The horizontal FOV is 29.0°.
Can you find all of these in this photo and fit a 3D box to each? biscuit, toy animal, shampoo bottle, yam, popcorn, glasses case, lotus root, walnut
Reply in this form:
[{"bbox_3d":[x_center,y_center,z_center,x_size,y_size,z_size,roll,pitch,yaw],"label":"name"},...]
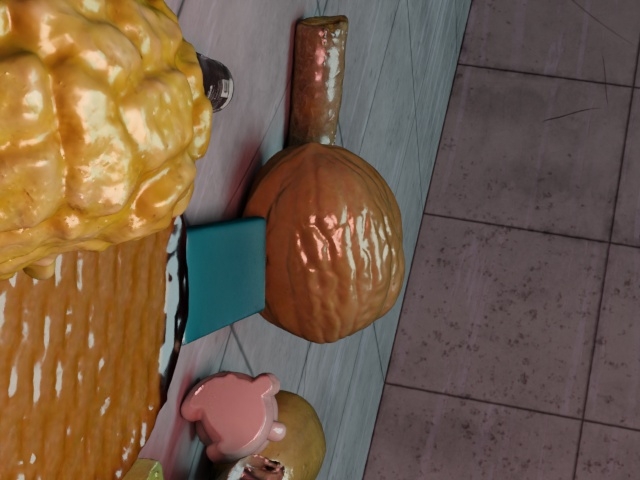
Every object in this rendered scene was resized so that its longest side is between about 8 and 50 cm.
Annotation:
[{"bbox_3d":[-0.194,0.057,0.923,0.318,0.040,0.317,-22,115,-61],"label":"biscuit"},{"bbox_3d":[-0.098,0.217,1.518,0.212,0.124,0.124,70,31,-80],"label":"toy animal"},{"bbox_3d":[-0.133,-0.151,1.159,0.208,0.064,0.057,-17,107,-77],"label":"shampoo bottle"},{"bbox_3d":[-0.011,-0.137,1.732,0.081,0.081,0.356,-50,146,-68],"label":"yam"},{"bbox_3d":[-0.180,-0.099,0.685,0.237,0.206,0.251,4,64,-65],"label":"popcorn"},{"bbox_3d":[-0.127,0.036,1.343,0.301,0.070,0.117,-11,104,-76],"label":"glasses case"},{"bbox_3d":[-0.064,0.286,1.666,0.303,0.131,0.146,-40,139,-73],"label":"lotus root"},{"bbox_3d":[0.000,0.000,1.564,0.225,0.225,0.261,-57,148,-63],"label":"walnut"}]

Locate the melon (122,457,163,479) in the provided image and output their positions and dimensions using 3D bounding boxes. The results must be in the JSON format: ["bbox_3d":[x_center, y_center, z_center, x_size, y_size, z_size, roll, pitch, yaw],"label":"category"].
[{"bbox_3d":[-0.209,0.317,1.178,0.118,0.064,0.209,87,20,-50],"label":"melon"}]

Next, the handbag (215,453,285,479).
[{"bbox_3d":[-0.126,0.379,1.352,0.315,0.109,0.253,-65,-179,-24],"label":"handbag"}]
